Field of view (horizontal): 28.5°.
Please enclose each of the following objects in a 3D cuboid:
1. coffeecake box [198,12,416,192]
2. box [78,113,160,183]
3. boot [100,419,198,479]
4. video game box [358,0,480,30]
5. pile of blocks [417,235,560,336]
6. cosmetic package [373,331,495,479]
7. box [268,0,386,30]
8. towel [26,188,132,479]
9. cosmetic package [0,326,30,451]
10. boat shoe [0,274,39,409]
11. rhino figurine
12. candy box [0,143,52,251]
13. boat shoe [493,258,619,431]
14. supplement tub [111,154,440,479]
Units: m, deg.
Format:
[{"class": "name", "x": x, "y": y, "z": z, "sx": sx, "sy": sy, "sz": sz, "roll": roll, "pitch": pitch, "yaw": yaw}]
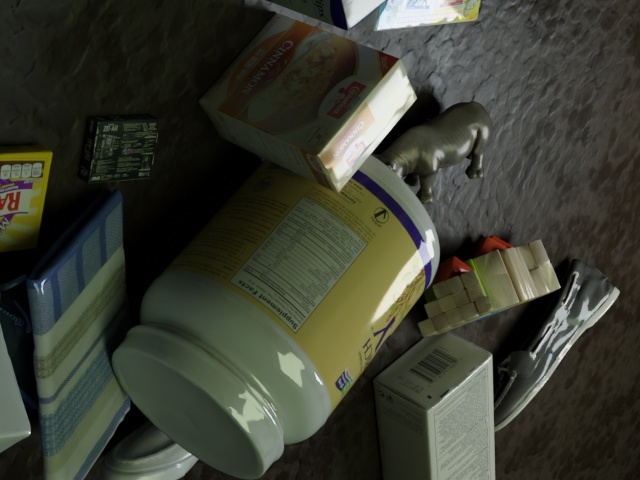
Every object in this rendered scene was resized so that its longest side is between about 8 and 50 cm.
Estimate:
[{"class": "coffeecake box", "x": -0.015, "y": -0.152, "z": 1.356, "sx": 0.142, "sy": 0.185, "sz": 0.068, "roll": -51, "pitch": 142, "yaw": -16}, {"class": "box", "x": -0.207, "y": -0.095, "z": 1.300, "sx": 0.083, "sy": 0.018, "sz": 0.067, "roll": -10, "pitch": 119, "yaw": -47}, {"class": "boot", "x": -0.161, "y": 0.191, "z": 1.489, "sx": 0.258, "sy": 0.095, "sz": 0.123, "roll": -27, "pitch": 126, "yaw": -49}, {"class": "video game box", "x": 0.133, "y": -0.355, "z": 1.525, "sx": 0.205, "sy": 0.048, "sz": 0.187, "roll": -15, "pitch": 121, "yaw": -45}, {"class": "pile of blocks", "x": 0.233, "y": 0.059, "z": 1.878, "sx": 0.362, "sy": 0.149, "sz": 0.112, "roll": -9, "pitch": 75, "yaw": -58}, {"class": "cosmetic package", "x": 0.180, "y": 0.306, "z": 1.938, "sx": 0.160, "sy": 0.113, "sz": 0.309, "roll": -34, "pitch": 136, "yaw": -33}, {"class": "box", "x": 0.014, "y": -0.299, "z": 1.340, "sx": 0.126, "sy": 0.137, "sz": 0.072, "roll": -42, "pitch": 139, "yaw": -26}, {"class": "towel", "x": -0.247, "y": 0.111, "z": 1.295, "sx": 0.209, "sy": 0.034, "sz": 0.285, "roll": -63, "pitch": 159, "yaw": -57}, {"class": "cosmetic package", "x": -0.405, "y": 0.148, "z": 1.029, "sx": 0.224, "sy": 0.138, "sz": 0.224, "roll": -34, "pitch": 157, "yaw": 32}, {"class": "boat shoe", "x": -0.324, "y": 0.075, "z": 1.218, "sx": 0.089, "sy": 0.109, "sz": 0.258, "roll": -60, "pitch": 162, "yaw": -21}, {"class": "rhino figurine", "x": 0.134, "y": -0.109, "z": 1.658, "sx": 0.243, "sy": 0.073, "sz": 0.106, "roll": -27, "pitch": 136, "yaw": -28}, {"class": "candy box", "x": -0.346, "y": -0.033, "z": 1.166, "sx": 0.206, "sy": 0.027, "sz": 0.105, "roll": -9, "pitch": 121, "yaw": -47}, {"class": "boat shoe", "x": 0.365, "y": 0.173, "z": 2.114, "sx": 0.335, "sy": 0.095, "sz": 0.112, "roll": -47, "pitch": 177, "yaw": -15}, {"class": "supplement tub", "x": -0.046, "y": 0.071, "z": 1.386, "sx": 0.331, "sy": 0.241, "sz": 0.241, "roll": -50, "pitch": 142, "yaw": -27}]
